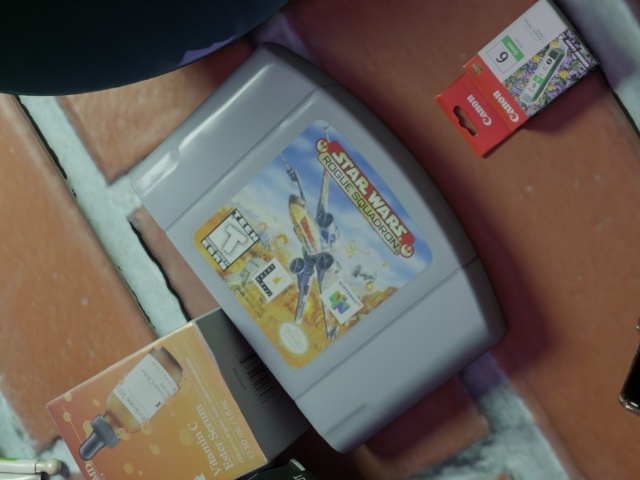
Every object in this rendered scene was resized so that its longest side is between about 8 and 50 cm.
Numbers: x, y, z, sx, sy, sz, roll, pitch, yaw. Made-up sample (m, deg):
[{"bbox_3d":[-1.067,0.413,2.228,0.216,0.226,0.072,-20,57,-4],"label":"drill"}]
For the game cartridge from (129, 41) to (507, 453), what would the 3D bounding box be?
[{"bbox_3d":[0.000,0.000,0.881,0.198,0.062,0.297,-42,83,27],"label":"game cartridge"}]

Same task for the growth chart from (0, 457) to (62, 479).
[{"bbox_3d":[-0.324,0.317,1.085,0.172,0.021,0.237,4,101,22],"label":"growth chart"}]

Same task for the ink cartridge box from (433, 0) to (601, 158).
[{"bbox_3d":[0.141,-0.117,0.813,0.115,0.029,0.063,-39,84,23],"label":"ink cartridge box"}]

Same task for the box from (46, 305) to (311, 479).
[{"bbox_3d":[-0.120,0.148,0.934,0.170,0.091,0.130,-30,88,23],"label":"box"}]

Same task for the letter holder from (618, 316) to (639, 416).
[{"bbox_3d":[0.343,0.082,0.660,0.301,0.214,0.152,17,111,18],"label":"letter holder"}]

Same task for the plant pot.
[{"bbox_3d":[-0.170,-0.276,0.782,0.293,0.293,0.235,-28,73,24],"label":"plant pot"}]

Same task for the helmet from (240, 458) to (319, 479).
[{"bbox_3d":[-0.040,0.271,0.866,0.161,0.169,0.169,-41,82,-12],"label":"helmet"}]
